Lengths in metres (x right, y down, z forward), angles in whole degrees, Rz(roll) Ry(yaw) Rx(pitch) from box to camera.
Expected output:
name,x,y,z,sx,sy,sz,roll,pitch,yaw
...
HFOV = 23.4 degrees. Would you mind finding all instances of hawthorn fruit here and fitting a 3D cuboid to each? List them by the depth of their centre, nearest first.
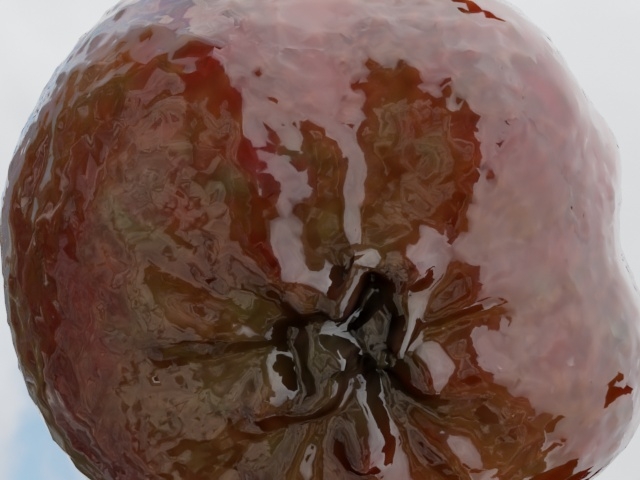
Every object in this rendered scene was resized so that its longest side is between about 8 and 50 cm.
name,x,y,z,sx,sy,sz,roll,pitch,yaw
hawthorn fruit,0.000,0.000,0.705,0.330,0.287,0.287,-104,179,-74
